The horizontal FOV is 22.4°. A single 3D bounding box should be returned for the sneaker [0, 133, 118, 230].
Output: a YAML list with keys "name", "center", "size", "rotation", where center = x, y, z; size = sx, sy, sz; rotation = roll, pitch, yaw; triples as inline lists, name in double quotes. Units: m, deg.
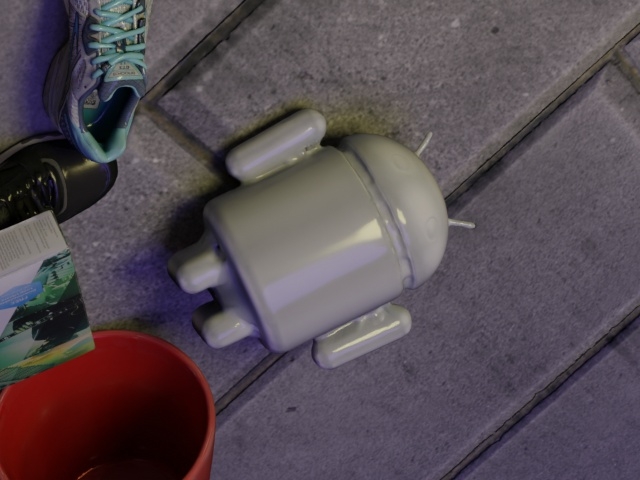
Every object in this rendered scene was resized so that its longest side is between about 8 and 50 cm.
- name: "sneaker"
  center: [-0.342, -0.029, 1.726]
  size: [0.283, 0.124, 0.107]
  rotation: [-17, 116, -17]

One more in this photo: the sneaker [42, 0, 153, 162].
- name: "sneaker"
  center: [-0.210, -0.207, 1.670]
  size: [0.110, 0.122, 0.283]
  rotation: [-6, 128, -25]

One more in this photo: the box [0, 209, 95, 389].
- name: "box"
  center: [-0.375, 0.092, 1.776]
  size: [0.232, 0.058, 0.322]
  rotation: [-23, 162, -11]

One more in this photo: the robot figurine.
- name: "robot figurine"
  center: [0.000, 0.000, 1.901]
  size: [0.354, 0.200, 0.300]
  rotation: [-25, 105, -8]

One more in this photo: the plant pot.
- name: "plant pot"
  center: [-0.249, 0.286, 1.971]
  size: [0.275, 0.275, 0.243]
  rotation: [-20, 142, -13]
